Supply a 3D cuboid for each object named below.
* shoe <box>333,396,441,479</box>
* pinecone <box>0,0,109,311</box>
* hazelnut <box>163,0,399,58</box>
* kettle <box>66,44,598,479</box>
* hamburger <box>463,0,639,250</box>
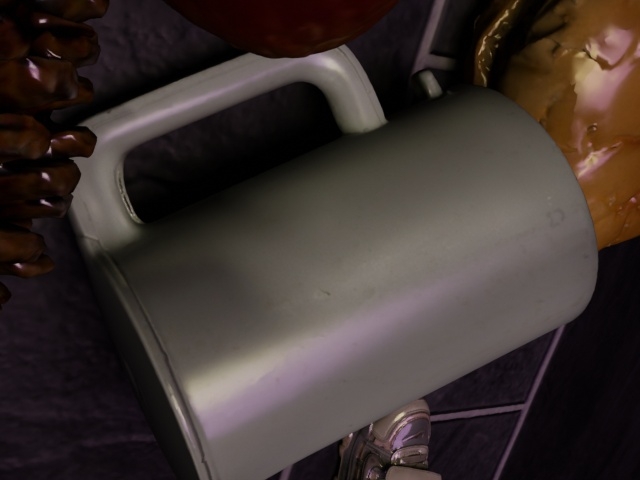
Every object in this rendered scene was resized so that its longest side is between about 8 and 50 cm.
[{"bbox_3d":[0.070,0.239,0.862,0.089,0.092,0.180,5,113,-37],"label":"shoe"},{"bbox_3d":[-0.205,-0.078,0.386,0.224,0.224,0.272,16,95,-40],"label":"pinecone"},{"bbox_3d":[-0.011,-0.218,0.465,0.229,0.229,0.229,-17,125,-27],"label":"hazelnut"},{"bbox_3d":[0.008,0.010,0.611,0.318,0.205,0.265,-24,131,-19],"label":"kettle"},{"bbox_3d":[0.258,-0.117,0.742,0.318,0.158,0.318,-18,127,-25],"label":"hamburger"}]
